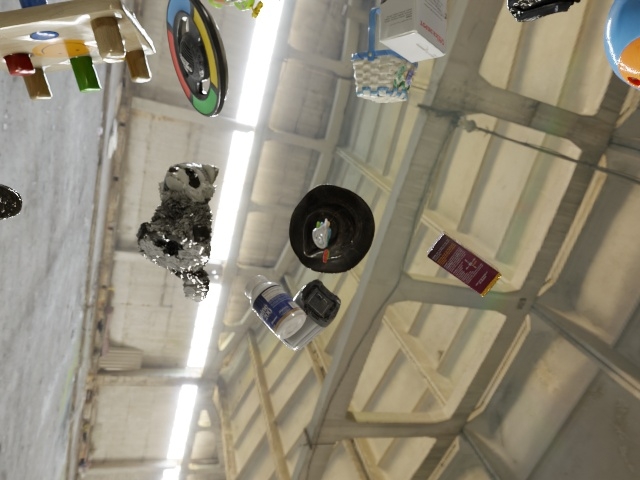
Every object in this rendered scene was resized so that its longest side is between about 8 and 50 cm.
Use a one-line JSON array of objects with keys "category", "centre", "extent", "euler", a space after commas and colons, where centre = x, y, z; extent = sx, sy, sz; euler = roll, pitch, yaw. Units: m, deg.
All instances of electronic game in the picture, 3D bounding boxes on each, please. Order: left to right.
[{"category": "electronic game", "centre": [-0.242, -0.354, 0.859], "extent": [0.229, 0.048, 0.229], "euler": [38, -39, 39]}]

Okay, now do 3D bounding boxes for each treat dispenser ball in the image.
[{"category": "treat dispenser ball", "centre": [0.753, -0.450, 0.915], "extent": [0.288, 0.289, 0.287], "euler": [-172, -90, -68]}]

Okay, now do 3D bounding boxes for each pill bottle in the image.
[{"category": "pill bottle", "centre": [-0.088, 0.121, 0.834], "extent": [0.120, 0.067, 0.067], "euler": [42, -53, 28]}]

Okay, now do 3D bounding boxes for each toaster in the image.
[{"category": "toaster", "centre": [-0.041, 0.222, 1.298], "extent": [0.146, 0.129, 0.227], "euler": [-49, 179, 23]}]

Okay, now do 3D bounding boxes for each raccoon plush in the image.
[{"category": "raccoon plush", "centre": [-0.429, -0.041, 1.418], "extent": [0.446, 0.217, 0.298], "euler": [110, -12, -51]}]

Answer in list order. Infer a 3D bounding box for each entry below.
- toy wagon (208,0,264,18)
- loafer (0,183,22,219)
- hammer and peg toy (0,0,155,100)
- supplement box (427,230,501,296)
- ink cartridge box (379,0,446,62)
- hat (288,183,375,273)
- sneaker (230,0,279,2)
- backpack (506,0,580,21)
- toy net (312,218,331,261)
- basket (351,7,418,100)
[{"category": "toy wagon", "centre": [-0.296, -0.847, 1.369], "extent": [0.344, 0.068, 0.267], "euler": [58, -36, -2]}, {"category": "loafer", "centre": [-0.698, -0.091, 0.894], "extent": [0.078, 0.220, 0.080], "euler": [-67, 166, -80]}, {"category": "hammer and peg toy", "centre": [-0.471, -0.307, 0.710], "extent": [0.266, 0.362, 0.127], "euler": [-139, -144, -77]}, {"category": "supplement box", "centre": [0.399, 0.061, 1.247], "extent": [0.080, 0.188, 0.104], "euler": [-56, 172, 14]}, {"category": "ink cartridge box", "centre": [0.261, -0.663, 1.233], "extent": [0.114, 0.197, 0.272], "euler": [0, -90, 39]}, {"category": "hat", "centre": [0.015, -0.018, 1.497], "extent": [0.134, 0.332, 0.330], "euler": [-38, 147, -65]}, {"category": "sneaker", "centre": [-0.139, -0.453, 0.798], "extent": [0.053, 0.152, 0.061], "euler": [-62, 173, -83]}, {"category": "backpack", "centre": [0.633, -0.719, 1.280], "extent": [0.182, 0.152, 0.115], "euler": [-17, -141, 36]}, {"category": "toy net", "centre": [0.000, 0.000, 1.276], "extent": [0.232, 0.045, 0.121], "euler": [35, 62, -84]}, {"category": "basket", "centre": [0.235, -0.647, 1.586], "extent": [0.201, 0.255, 0.288], "euler": [5, -78, 34]}]
